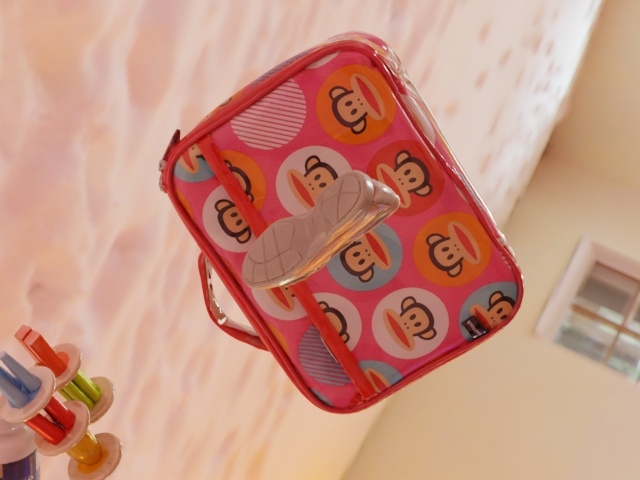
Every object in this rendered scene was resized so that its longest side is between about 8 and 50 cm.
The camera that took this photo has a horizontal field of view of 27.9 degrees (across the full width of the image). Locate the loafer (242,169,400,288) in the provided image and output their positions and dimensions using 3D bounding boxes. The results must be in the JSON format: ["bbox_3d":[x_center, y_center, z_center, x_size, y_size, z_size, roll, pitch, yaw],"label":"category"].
[{"bbox_3d":[0.000,0.000,0.836,0.125,0.039,0.045,-37,-131,37],"label":"loafer"}]

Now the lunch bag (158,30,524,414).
[{"bbox_3d":[0.007,-0.007,1.108,0.258,0.293,0.120,-32,-170,12],"label":"lunch bag"}]

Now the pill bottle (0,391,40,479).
[{"bbox_3d":[-0.278,0.190,1.121,0.067,0.067,0.120,-45,145,-56],"label":"pill bottle"}]

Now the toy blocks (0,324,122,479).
[{"bbox_3d":[-0.226,0.117,1.055,0.054,0.123,0.148,-28,130,7],"label":"toy blocks"}]
